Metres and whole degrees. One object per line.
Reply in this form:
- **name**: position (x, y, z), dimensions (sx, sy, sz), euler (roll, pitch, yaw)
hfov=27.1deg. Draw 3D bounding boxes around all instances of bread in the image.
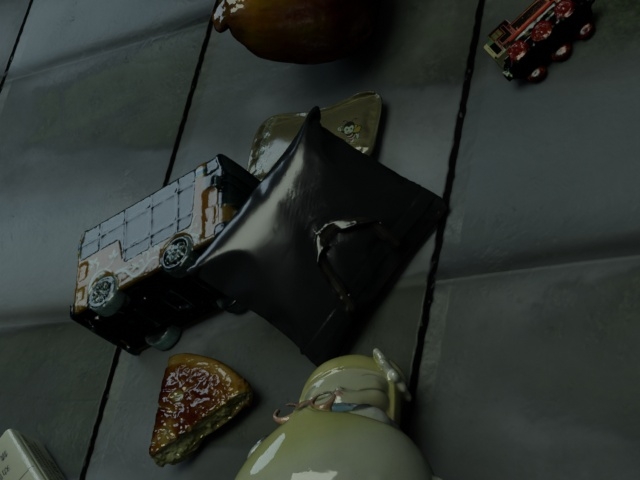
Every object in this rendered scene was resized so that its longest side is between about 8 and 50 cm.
- **bread**: position (-0.159, 0.192, 1.648), dimensions (0.154, 0.054, 0.136), euler (-37, 46, 7)

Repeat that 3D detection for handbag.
- **handbag**: position (0.000, 0.000, 1.567), dimensions (0.211, 0.089, 0.254), euler (37, 85, 6)

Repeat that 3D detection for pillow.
- **pillow**: position (-0.013, -0.125, 1.750), dimensions (0.217, 0.033, 0.130), euler (-8, 57, 37)

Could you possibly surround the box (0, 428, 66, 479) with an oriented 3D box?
- **box**: position (-0.381, 0.378, 1.700), dimensions (0.168, 0.071, 0.259), euler (-51, 43, 1)

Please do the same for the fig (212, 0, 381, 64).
- **fig**: position (-0.026, -0.337, 1.754), dimensions (0.224, 0.224, 0.263), euler (-20, 30, 30)

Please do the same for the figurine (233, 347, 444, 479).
- **figurine**: position (0.032, 0.246, 1.339), dimensions (0.226, 0.275, 0.394), euler (-16, 21, 8)

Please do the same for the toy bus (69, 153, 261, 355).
- **toy bus**: position (-0.182, 0.019, 1.725), dimensions (0.275, 0.138, 0.167), euler (-27, 46, 28)

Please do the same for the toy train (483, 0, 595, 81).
- **toy train**: position (0.264, -0.251, 1.587), dimensions (0.138, 0.050, 0.087), euler (-42, 40, 10)
